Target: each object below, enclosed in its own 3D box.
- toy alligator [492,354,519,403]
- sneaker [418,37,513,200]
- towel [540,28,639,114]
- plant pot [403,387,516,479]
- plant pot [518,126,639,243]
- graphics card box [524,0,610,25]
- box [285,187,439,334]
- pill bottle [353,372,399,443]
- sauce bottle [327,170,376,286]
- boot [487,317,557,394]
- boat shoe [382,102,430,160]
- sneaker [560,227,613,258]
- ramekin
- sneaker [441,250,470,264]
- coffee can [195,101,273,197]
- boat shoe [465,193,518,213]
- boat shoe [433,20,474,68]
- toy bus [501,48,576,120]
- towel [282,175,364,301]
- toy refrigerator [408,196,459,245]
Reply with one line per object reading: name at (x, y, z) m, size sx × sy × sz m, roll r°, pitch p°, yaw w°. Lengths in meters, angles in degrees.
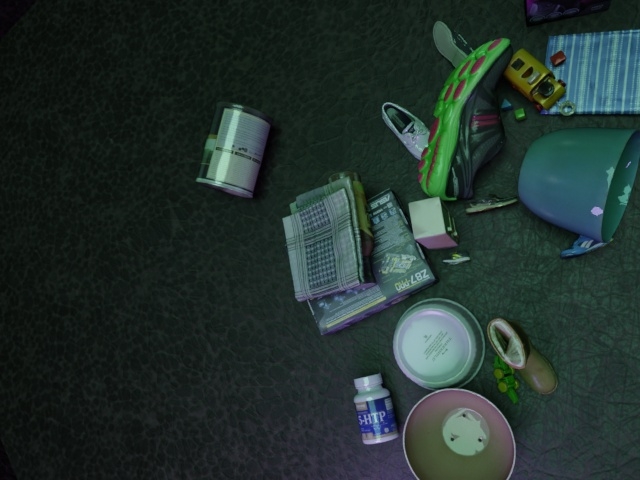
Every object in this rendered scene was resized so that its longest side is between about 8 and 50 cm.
toy alligator at (0.509, 0.365, 1.574) m, size 0.051 × 0.056 × 0.190 m, roll -35°, pitch 65°, yaw 56°
sneaker at (0.444, -0.344, 1.628) m, size 0.202 × 0.185 × 0.483 m, roll 16°, pitch 102°, yaw -18°
towel at (0.815, -0.474, 1.585) m, size 0.336 × 0.040 × 0.243 m, roll 5°, pitch 86°, yaw 23°
plant pot at (0.386, 0.536, 1.519) m, size 0.284 × 0.191 × 0.284 m, roll -3°, pitch 82°, yaw 21°
plant pot at (0.668, -0.163, 1.468) m, size 0.235 × 0.293 × 0.293 m, roll 19°, pitch 89°, yaw 35°
graphics card box at (0.664, -0.726, 1.492) m, size 0.232 × 0.371 × 0.094 m, roll -6°, pitch 80°, yaw 19°
box at (0.122, 0.070, 1.736) m, size 0.395 × 0.097 × 0.318 m, roll -29°, pitch 71°, yaw 14°
pill bottle at (0.159, 0.496, 1.654) m, size 0.112 × 0.112 × 0.187 m, roll -17°, pitch 77°, yaw 18°
sauce bottle at (0.097, -0.029, 1.652) m, size 0.111 × 0.111 × 0.344 m, roll -14°, pitch 76°, yaw 19°
boot at (0.525, 0.309, 1.454) m, size 0.089 × 0.269 × 0.236 m, roll -39°, pitch 71°, yaw 14°
boat shoe at (0.283, -0.333, 1.735) m, size 0.258 × 0.084 × 0.095 m, roll 42°, pitch 98°, yaw 20°
sneaker at (0.726, 0.007, 1.539) m, size 0.144 × 0.053 × 0.059 m, roll -24°, pitch 75°, yaw 7°
ramekin at (0.332, 0.300, 1.606) m, size 0.272 × 0.127 × 0.273 m, roll -3°, pitch 81°, yaw 21°
sneaker at (0.405, 0.051, 1.669) m, size 0.083 × 0.031 × 0.035 m, roll -7°, pitch 67°, yaw 16°
coffee can at (-0.291, -0.302, 1.887) m, size 0.201 × 0.201 × 0.275 m, roll 13°, pitch 88°, yaw 22°
boat shoe at (0.499, -0.114, 1.638) m, size 0.152 × 0.056 × 0.049 m, roll -13°, pitch 83°, yaw 19°
boat shoe at (0.424, -0.606, 1.745) m, size 0.065 × 0.075 × 0.206 m, roll -17°, pitch 65°, yaw -26°
toy bus at (0.615, -0.454, 1.594) m, size 0.202 × 0.104 × 0.191 m, roll 0°, pitch 85°, yaw 33°
towel at (0.000, 0.000, 1.642) m, size 0.312 × 0.056 × 0.324 m, roll -21°, pitch 72°, yaw 51°
toy refrigerator at (0.328, -0.042, 1.578) m, size 0.094 × 0.269 × 0.102 m, roll -11°, pitch 78°, yaw 18°
